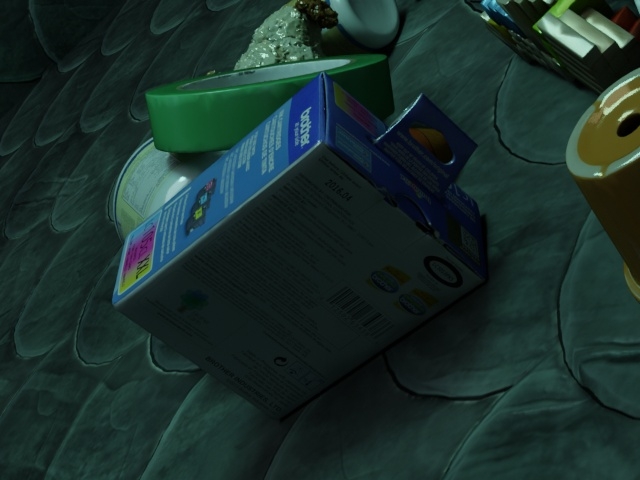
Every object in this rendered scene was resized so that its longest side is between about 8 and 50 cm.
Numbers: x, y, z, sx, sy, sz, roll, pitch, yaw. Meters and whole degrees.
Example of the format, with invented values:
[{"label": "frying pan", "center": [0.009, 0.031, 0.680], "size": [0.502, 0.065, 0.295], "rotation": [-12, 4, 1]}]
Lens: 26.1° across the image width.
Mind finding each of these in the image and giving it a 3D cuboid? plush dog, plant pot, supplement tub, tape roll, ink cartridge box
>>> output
[{"label": "plush dog", "center": [-0.065, -0.254, 2.087], "size": [0.262, 0.210, 0.225], "rotation": [-44, 24, 46]}, {"label": "plant pot", "center": [0.317, -0.046, 1.177], "size": [0.205, 0.188, 0.205], "rotation": [-39, 25, 22]}, {"label": "supplement tub", "center": [-0.143, -0.024, 1.892], "size": [0.235, 0.235, 0.325], "rotation": [-50, 23, -3]}, {"label": "tape roll", "center": [-0.065, -0.183, 1.808], "size": [0.321, 0.077, 0.321], "rotation": [-9, 11, 2]}, {"label": "supplement tub", "center": [0.013, -0.341, 2.224], "size": [0.199, 0.144, 0.144], "rotation": [-26, 32, 41]}, {"label": "ink cartridge box", "center": [0.000, 0.000, 1.560], "size": [0.395, 0.270, 0.151], "rotation": [-36, 31, 27]}]

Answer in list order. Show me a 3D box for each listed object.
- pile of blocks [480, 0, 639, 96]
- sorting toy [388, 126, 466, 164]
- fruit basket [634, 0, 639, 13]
[{"label": "pile of blocks", "center": [0.287, -0.276, 1.639], "size": [0.112, 0.149, 0.362], "rotation": [-45, 23, 3]}, {"label": "sorting toy", "center": [0.086, -0.121, 1.856], "size": [0.126, 0.127, 0.365], "rotation": [-24, 14, -18]}, {"label": "fruit basket", "center": [0.468, -0.290, 1.385], "size": [0.327, 0.165, 0.353], "rotation": [-41, 43, 31]}]
